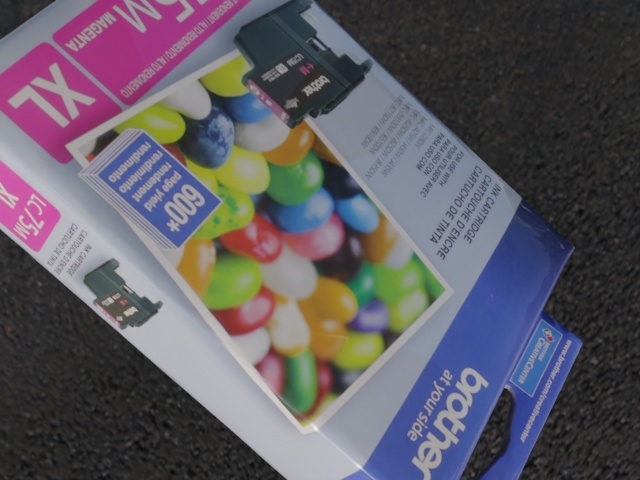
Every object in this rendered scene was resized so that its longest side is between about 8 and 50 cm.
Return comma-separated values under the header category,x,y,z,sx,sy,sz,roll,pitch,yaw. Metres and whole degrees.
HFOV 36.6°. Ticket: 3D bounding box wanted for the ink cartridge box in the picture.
category,x,y,z,sx,sy,sz,roll,pitch,yaw
ink cartridge box,0.000,0.000,0.449,0.311,0.065,0.186,44,51,-8
